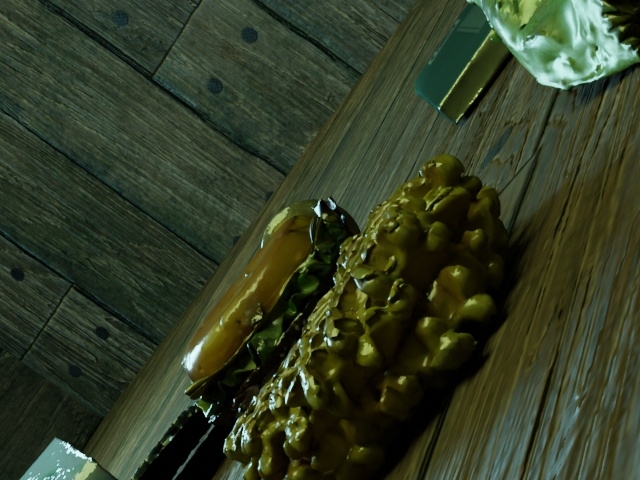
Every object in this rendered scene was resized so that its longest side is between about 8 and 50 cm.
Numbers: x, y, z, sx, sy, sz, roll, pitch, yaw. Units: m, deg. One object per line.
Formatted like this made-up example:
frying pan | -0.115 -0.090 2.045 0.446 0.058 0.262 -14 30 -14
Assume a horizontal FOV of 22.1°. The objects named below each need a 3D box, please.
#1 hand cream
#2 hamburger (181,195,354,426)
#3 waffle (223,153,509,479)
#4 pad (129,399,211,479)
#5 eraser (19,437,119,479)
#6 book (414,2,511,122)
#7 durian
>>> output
hand cream | 0.000 0.000 1.421 0.084 0.084 0.203 -54 0 7
hamburger | -0.020 0.058 1.074 0.164 0.093 0.189 -52 6 9
waffle | 0.022 0.051 0.840 0.197 0.070 0.193 -50 7 40
pad | -0.164 0.234 1.496 0.269 0.012 0.269 -54 -5 10
eraser | -0.290 0.310 1.609 0.227 0.081 0.174 -50 19 -13
book | 0.178 -0.231 1.524 0.264 0.031 0.379 -55 5 7
durian | 0.156 -0.223 0.998 0.394 0.163 0.198 -120 24 -65
